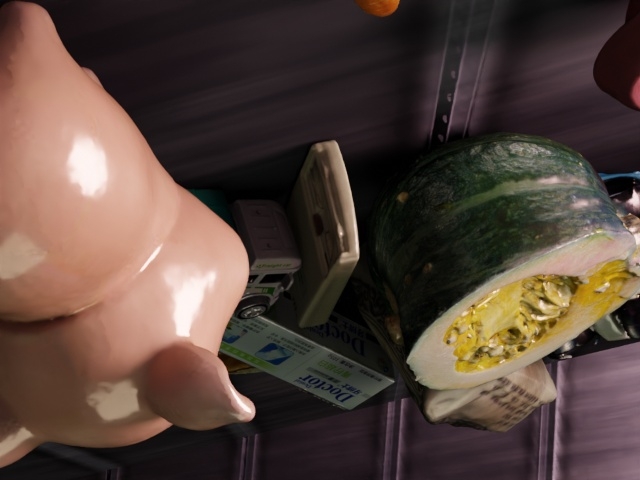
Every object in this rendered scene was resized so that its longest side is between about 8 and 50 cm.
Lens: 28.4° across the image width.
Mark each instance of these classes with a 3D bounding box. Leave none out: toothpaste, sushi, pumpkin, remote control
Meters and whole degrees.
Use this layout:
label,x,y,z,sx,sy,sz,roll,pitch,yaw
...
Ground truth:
label,x,y,z,sx,sy,sz,roll,pitch,yaw
toothpaste,-0.061,0.098,1.423,0.336,0.067,0.081,29,129,-35
sushi,0.049,0.086,1.579,0.078,0.090,0.150,-27,177,24
pumpkin,0.169,-0.002,1.241,0.263,0.197,0.293,-27,157,4
remote control,0.000,0.000,1.254,0.038,0.123,0.285,-10,164,-11

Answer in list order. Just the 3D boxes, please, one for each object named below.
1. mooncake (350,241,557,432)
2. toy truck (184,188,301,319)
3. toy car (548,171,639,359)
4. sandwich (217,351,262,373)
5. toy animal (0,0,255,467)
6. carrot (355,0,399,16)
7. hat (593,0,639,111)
label,x,y,z,sx,sy,sz,roll,pitch,yaw
mooncake,0.147,0.101,1.486,0.136,0.250,0.254,-36,154,15
toy truck,-0.141,0.014,1.226,0.253,0.114,0.124,-2,152,-34
toy car,0.326,0.013,1.451,0.255,0.188,0.190,-17,-168,35
sandwich,-0.057,0.130,1.698,0.226,0.087,0.251,-11,173,24
toy animal,-0.172,0.005,0.842,0.237,0.269,0.326,-10,163,15
carrot,0.017,-0.179,0.741,0.043,0.043,0.248,-14,167,10
hat,0.285,-0.167,0.905,0.205,0.089,0.205,-13,162,-5
